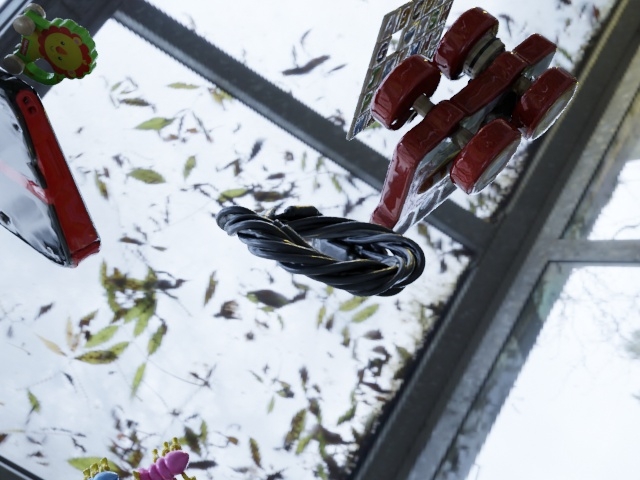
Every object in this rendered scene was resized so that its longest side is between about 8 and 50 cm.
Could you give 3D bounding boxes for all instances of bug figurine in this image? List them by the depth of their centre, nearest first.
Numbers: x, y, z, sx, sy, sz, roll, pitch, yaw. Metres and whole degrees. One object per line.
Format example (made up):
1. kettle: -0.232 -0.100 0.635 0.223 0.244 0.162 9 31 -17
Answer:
1. bug figurine: -0.237 0.403 1.228 0.216 0.072 0.279 -37 -111 1

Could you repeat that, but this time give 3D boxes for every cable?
1. cable: 0.000 0.000 0.734 0.151 0.184 0.047 11 -78 -34

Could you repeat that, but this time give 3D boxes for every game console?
1. game console: -0.450 -0.148 1.140 0.060 0.387 0.342 -45 -26 -30

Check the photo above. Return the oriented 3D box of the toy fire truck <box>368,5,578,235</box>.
1. toy fire truck: 0.187 -0.141 1.181 0.169 0.254 0.302 42 -118 15

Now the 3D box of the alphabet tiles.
1. alphabet tiles: 0.123 -0.268 1.280 0.237 0.009 0.198 -40 -25 -45

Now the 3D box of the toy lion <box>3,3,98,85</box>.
1. toy lion: -0.299 -0.211 0.997 0.096 0.100 0.034 30 -134 -8
